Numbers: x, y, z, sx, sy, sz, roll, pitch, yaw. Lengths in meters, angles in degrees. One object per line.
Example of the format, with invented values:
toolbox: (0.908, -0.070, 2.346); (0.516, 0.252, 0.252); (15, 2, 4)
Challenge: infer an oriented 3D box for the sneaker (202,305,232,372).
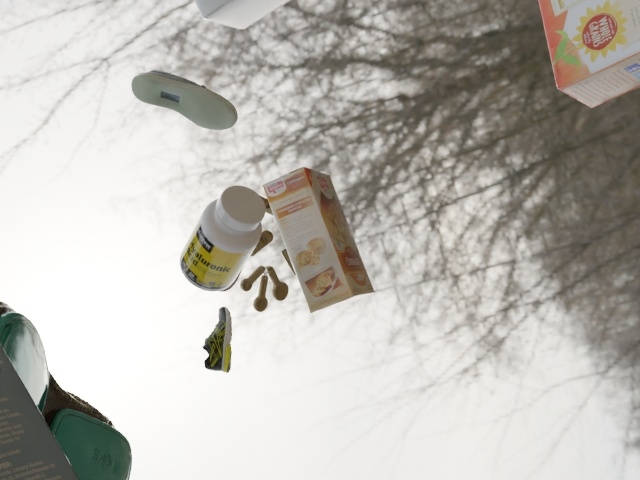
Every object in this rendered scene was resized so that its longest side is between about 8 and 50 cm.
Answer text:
sneaker: (-0.123, 0.117, 1.161); (0.031, 0.035, 0.083); (99, 170, -61)

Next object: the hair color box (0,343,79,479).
hair color box: (-0.309, 0.186, 0.767); (0.114, 0.185, 0.374); (-7, -126, -54)

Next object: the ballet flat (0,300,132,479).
ballet flat: (-0.358, 0.204, 1.087); (0.483, 0.182, 0.164); (78, -160, -62)

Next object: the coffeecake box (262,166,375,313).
coffeecake box: (0.000, 0.000, 1.352); (0.185, 0.068, 0.142); (69, -166, 6)

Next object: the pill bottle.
pill bottle: (-0.098, -0.003, 0.993); (0.065, 0.116, 0.065); (15, -131, -18)

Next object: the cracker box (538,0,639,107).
cracker box: (0.300, -0.232, 0.823); (0.067, 0.232, 0.155); (15, -118, -44)

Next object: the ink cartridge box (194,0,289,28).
ink cartridge box: (-0.108, -0.479, 1.329); (0.306, 0.226, 0.131); (66, -157, 7)

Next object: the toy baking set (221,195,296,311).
toy baking set: (-0.106, 0.018, 1.719); (0.256, 0.030, 0.196); (32, -103, -42)

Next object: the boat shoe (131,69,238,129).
boat shoe: (-0.264, -0.292, 1.960); (0.081, 0.228, 0.079); (-59, -12, -57)
